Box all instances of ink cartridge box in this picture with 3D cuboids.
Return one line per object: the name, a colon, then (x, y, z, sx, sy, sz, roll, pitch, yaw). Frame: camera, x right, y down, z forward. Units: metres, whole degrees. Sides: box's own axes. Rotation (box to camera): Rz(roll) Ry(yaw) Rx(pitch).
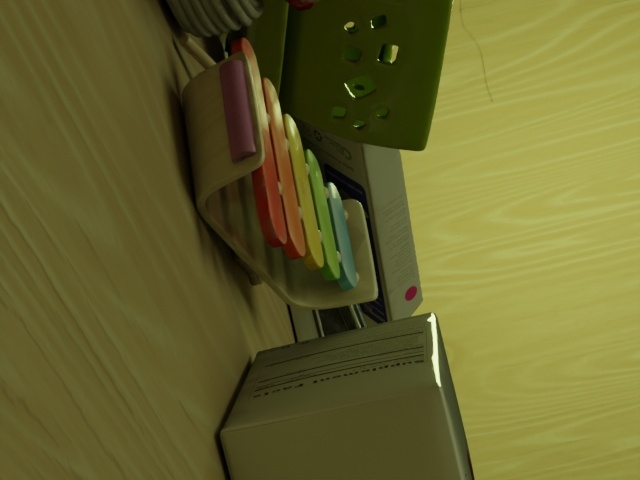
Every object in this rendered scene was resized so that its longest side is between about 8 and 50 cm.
ink cartridge box: (0.037, -0.023, 1.992, 0.176, 0.069, 0.371, 35, -34, 40)

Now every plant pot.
plant pot: (0.011, -0.246, 1.774, 0.228, 0.207, 0.227, -106, -160, -58)

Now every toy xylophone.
toy xylophone: (-0.045, -0.068, 1.497, 0.323, 0.081, 0.236, 41, 34, -65)

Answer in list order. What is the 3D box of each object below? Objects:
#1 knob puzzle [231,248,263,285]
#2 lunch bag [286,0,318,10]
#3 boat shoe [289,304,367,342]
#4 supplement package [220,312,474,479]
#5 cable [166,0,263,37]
knob puzzle: (-0.073, -0.050, 1.631, 0.213, 0.030, 0.213, -14, 90, -85)
lunch bag: (-0.025, -0.355, 1.456, 0.293, 0.120, 0.258, 24, 51, -82)
boat shoe: (0.000, 0.000, 1.897, 0.108, 0.102, 0.301, 25, 52, -84)
supplement package: (0.035, 0.186, 1.353, 0.293, 0.175, 0.177, -70, 147, -81)
cable: (-0.119, -0.317, 1.513, 0.257, 0.089, 0.257, -96, 170, -54)
